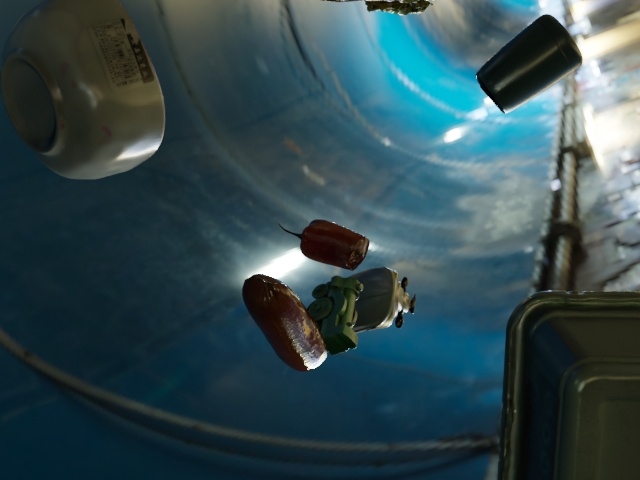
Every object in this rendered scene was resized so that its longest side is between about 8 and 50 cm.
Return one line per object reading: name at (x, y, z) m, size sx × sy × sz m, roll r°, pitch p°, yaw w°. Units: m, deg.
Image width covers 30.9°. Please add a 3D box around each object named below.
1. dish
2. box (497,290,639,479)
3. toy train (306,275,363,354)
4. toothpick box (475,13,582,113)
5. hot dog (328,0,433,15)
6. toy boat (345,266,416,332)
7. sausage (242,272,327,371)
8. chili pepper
dish at (-0.319, -0.188, 1.461) m, size 0.117 × 0.256 × 0.256 m, roll -26°, pitch -83°, yaw -38°
box at (0.280, 0.221, 1.156) m, size 0.182 × 0.175 × 0.312 m, roll -98°, pitch 9°, yaw -78°
toy train at (0.027, 0.140, 2.197) m, size 0.071 × 0.104 × 0.178 m, roll 50°, pitch -145°, yaw -31°
toothpick box at (0.385, -0.324, 2.162) m, size 0.120 × 0.184 × 0.120 m, roll 52°, pitch -173°, yaw -9°
hot dog at (0.117, -0.449, 2.010) m, size 0.337 × 0.135 × 0.100 m, roll -8°, pitch -90°, yaw -34°
toy boat at (0.117, 0.134, 2.469) m, size 0.141 × 0.269 × 0.141 m, roll 5°, pitch -100°, yaw -32°
sausage at (-0.057, 0.143, 1.944) m, size 0.089 × 0.083 × 0.300 m, roll 32°, pitch 166°, yaw 30°
chili pepper at (0.000, 0.000, 2.314) m, size 0.084 × 0.192 × 0.086 m, roll -2°, pitch -69°, yaw -72°
